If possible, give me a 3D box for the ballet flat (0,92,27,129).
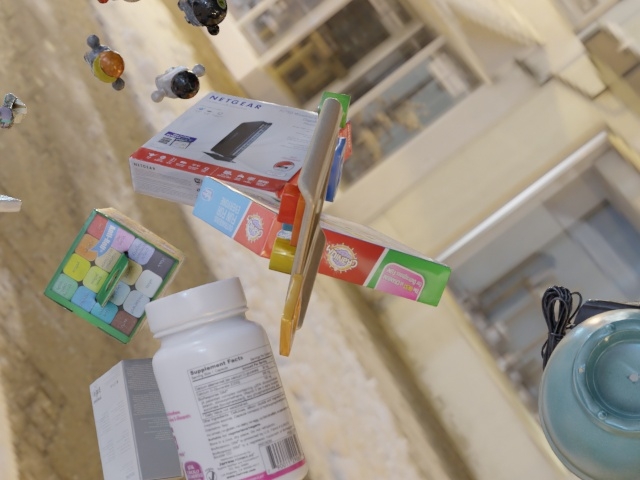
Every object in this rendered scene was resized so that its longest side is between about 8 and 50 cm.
[{"bbox_3d":[-0.458,-0.190,1.816,0.041,0.041,0.114,50,12,-19],"label":"ballet flat"}]

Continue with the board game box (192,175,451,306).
[{"bbox_3d":[0.000,0.000,1.807,0.316,0.064,0.242,17,6,-32],"label":"board game box"}]

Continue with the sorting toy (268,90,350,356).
[{"bbox_3d":[-0.020,-0.030,1.307,0.348,0.047,0.196,-74,173,-51],"label":"sorting toy"}]

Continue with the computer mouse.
[{"bbox_3d":[0.538,0.177,2.200,0.072,0.272,0.188,-71,159,-78],"label":"computer mouse"}]

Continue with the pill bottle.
[{"bbox_3d":[-0.131,0.202,1.631,0.160,0.160,0.283,5,68,-81],"label":"pill bottle"}]

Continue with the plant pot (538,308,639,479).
[{"bbox_3d":[0.476,0.227,1.865,0.293,0.293,0.196,55,-2,25],"label":"plant pot"}]

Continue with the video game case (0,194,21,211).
[{"bbox_3d":[-0.570,-0.068,1.804,0.173,0.022,0.190,14,7,25],"label":"video game case"}]

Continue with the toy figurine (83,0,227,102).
[{"bbox_3d":[-0.273,-0.336,2.001,0.213,0.209,0.148,16,3,-24],"label":"toy figurine"}]

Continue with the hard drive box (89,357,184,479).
[{"bbox_3d":[-0.351,0.358,2.309,0.089,0.181,0.232,0,69,-32],"label":"hard drive box"}]

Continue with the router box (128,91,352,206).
[{"bbox_3d":[-0.154,-0.167,2.395,0.301,0.335,0.082,-48,144,-46],"label":"router box"}]

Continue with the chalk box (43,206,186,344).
[{"bbox_3d":[-0.364,0.060,2.169,0.179,0.180,0.289,32,-1,-3],"label":"chalk box"}]
